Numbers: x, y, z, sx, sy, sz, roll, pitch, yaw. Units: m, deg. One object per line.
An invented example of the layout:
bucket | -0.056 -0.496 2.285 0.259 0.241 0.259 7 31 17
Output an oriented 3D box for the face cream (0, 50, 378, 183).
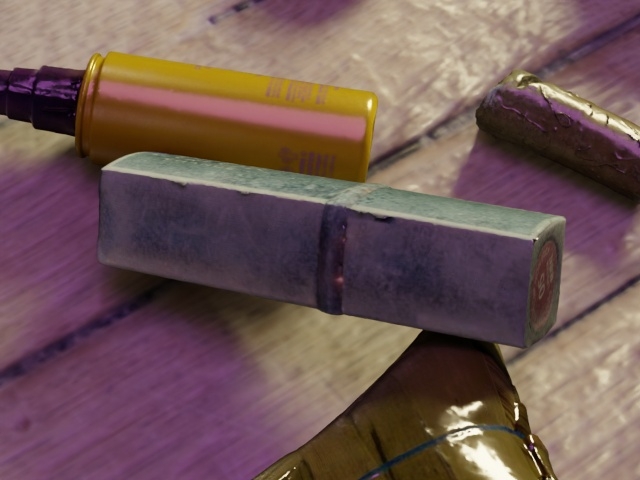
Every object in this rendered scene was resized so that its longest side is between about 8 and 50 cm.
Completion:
face cream | -0.101 -0.082 1.149 0.273 0.078 0.078 9 53 1

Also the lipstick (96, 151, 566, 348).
lipstick | 0.000 0.000 1.045 0.290 0.076 0.077 11 18 23

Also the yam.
yam | 0.175 -0.074 1.186 0.132 0.054 0.054 28 55 14

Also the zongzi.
zongzi | 0.002 0.134 0.984 0.260 0.123 0.289 -10 40 -8
